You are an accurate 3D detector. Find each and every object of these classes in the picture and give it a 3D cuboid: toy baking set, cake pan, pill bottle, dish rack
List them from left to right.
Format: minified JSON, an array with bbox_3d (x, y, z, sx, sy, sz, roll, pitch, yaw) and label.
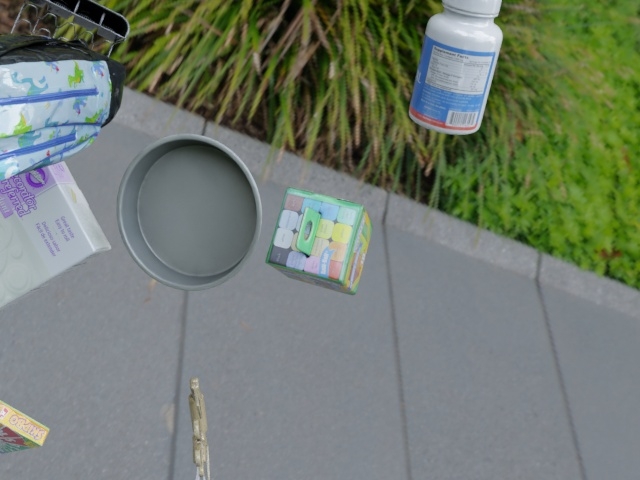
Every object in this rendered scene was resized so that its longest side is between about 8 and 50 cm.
[{"bbox_3d":[-0.502,-0.332,1.603,0.208,0.074,0.272,22,79,-22],"label":"dish rack"},{"bbox_3d":[-0.241,-0.054,1.603,0.293,0.293,0.054,47,16,5],"label":"cake pan"},{"bbox_3d":[-0.228,0.386,1.577,0.030,0.256,0.197,-4,31,-4],"label":"toy baking set"},{"bbox_3d":[0.222,-0.294,1.372,0.124,0.222,0.124,8,27,-4],"label":"pill bottle"}]

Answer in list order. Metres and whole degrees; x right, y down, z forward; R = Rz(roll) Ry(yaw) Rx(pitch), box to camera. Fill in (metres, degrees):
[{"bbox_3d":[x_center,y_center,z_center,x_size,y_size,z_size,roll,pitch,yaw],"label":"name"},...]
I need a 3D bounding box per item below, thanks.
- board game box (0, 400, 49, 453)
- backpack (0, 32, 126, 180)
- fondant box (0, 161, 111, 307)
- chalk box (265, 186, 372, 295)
[{"bbox_3d":[-0.527,0.282,1.279,0.124,0.259,0.039,41,51,-29],"label":"board game box"},{"bbox_3d":[-0.505,-0.214,1.320,0.289,0.274,0.355,8,2,6],"label":"backpack"},{"bbox_3d":[-0.620,-0.006,1.689,0.238,0.330,0.096,61,7,1],"label":"fondant box"},{"bbox_3d":[0.000,0.000,1.378,0.132,0.213,0.133,15,83,11],"label":"chalk box"}]
